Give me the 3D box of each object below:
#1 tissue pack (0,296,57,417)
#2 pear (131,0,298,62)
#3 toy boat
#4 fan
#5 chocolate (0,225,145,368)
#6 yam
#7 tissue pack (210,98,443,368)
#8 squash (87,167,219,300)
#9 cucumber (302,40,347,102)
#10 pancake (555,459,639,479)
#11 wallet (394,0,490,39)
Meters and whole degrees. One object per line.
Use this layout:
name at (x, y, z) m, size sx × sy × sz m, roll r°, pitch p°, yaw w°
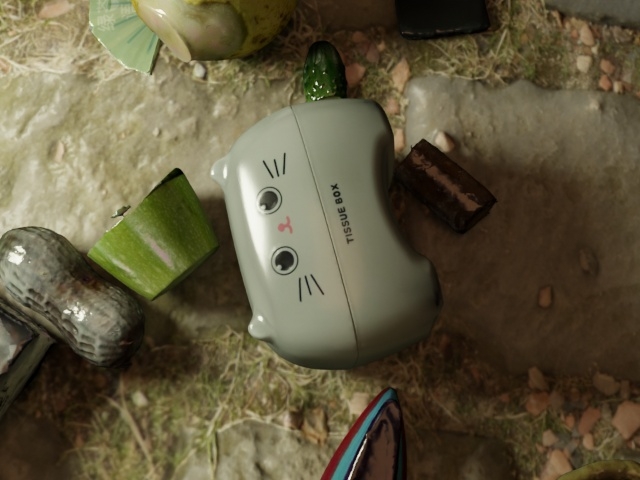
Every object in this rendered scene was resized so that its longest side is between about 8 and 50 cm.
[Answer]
tissue pack at (-0.541, 0.139, 1.123) m, size 0.332 × 0.123 × 0.245 m, roll 32°, pitch 82°, yaw 10°
pear at (-0.150, -0.386, 1.206) m, size 0.271 × 0.271 × 0.271 m, roll 0°, pitch 75°, yaw -1°
toy boat at (0.041, 0.376, 1.099) m, size 0.136 × 0.079 × 0.392 m, roll 17°, pitch 78°, yaw 1°
fan at (-0.289, -0.360, 1.319) m, size 0.131 × 0.009 × 0.240 m, roll -6°, pitch 75°, yaw -1°
chocolate at (-0.333, 0.070, 1.151) m, size 0.248 × 0.110 × 0.110 m, roll 37°, pitch 77°, yaw 4°
yam at (0.174, -0.076, 1.218) m, size 0.141 × 0.079 × 0.079 m, roll 43°, pitch 78°, yaw 10°
tissue pack at (0.000, 0.000, 1.113) m, size 0.235 × 0.229 × 0.333 m, roll -14°, pitch 75°, yaw -6°
squash at (-0.217, -0.002, 1.151) m, size 0.170 × 0.170 × 0.123 m, roll -40°, pitch 91°, yaw -11°
cucumber at (0.005, -0.252, 1.283) m, size 0.067 × 0.035 × 0.108 m, roll -7°, pitch 73°, yaw -2°
pancake at (0.389, 0.393, 1.122) m, size 0.235 × 0.029 × 0.212 m, roll -21°, pitch 75°, yaw -9°
wallet at (0.174, -0.444, 1.343) m, size 0.146 × 0.030 × 0.286 m, roll -5°, pitch 76°, yaw -6°
